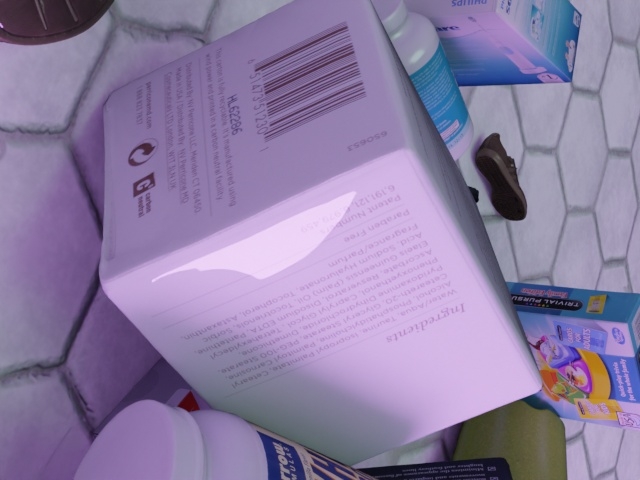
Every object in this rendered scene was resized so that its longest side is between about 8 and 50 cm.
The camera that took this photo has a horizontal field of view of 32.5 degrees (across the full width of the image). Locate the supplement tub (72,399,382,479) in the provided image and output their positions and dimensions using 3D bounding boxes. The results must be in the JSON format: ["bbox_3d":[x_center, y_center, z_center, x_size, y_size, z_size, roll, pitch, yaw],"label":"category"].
[{"bbox_3d":[-0.074,0.309,1.100,0.325,0.235,0.235,30,68,-31],"label":"supplement tub"}]

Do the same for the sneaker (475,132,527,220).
[{"bbox_3d":[0.343,-0.116,2.012,0.188,0.066,0.071,58,48,-40],"label":"sneaker"}]

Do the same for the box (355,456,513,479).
[{"bbox_3d":[0.130,0.473,1.443,0.395,0.294,0.211,-78,162,-75],"label":"box"}]

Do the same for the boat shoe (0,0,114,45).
[{"bbox_3d":[-0.262,-0.291,1.121,0.307,0.105,0.110,-50,140,-42],"label":"boat shoe"}]

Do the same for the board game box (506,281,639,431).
[{"bbox_3d":[0.399,0.194,1.889,0.079,0.336,0.253,-52,133,-38],"label":"board game box"}]

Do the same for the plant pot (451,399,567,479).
[{"bbox_3d":[0.325,0.426,1.908,0.276,0.276,0.253,53,41,-43],"label":"plant pot"}]

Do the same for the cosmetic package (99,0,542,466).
[{"bbox_3d":[0.000,0.000,1.212,0.393,0.328,0.329,56,15,-39],"label":"cosmetic package"}]

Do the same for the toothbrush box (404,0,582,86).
[{"bbox_3d":[0.252,-0.351,1.733,0.296,0.216,0.126,21,76,-52],"label":"toothbrush box"}]

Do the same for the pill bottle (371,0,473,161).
[{"bbox_3d":[0.122,-0.235,1.621,0.146,0.146,0.264,-59,137,-32],"label":"pill bottle"}]

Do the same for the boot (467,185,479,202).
[{"bbox_3d":[0.159,0.008,1.739,0.247,0.094,0.207,5,86,-48],"label":"boot"}]

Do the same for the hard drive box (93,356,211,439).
[{"bbox_3d":[-0.151,0.264,1.342,0.181,0.089,0.232,-50,131,-40],"label":"hard drive box"}]
